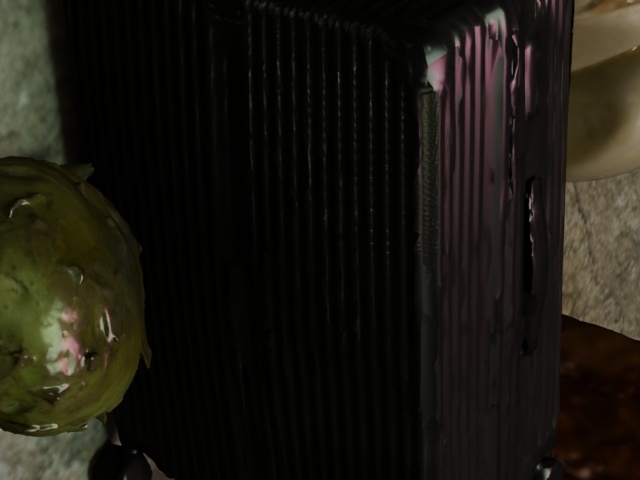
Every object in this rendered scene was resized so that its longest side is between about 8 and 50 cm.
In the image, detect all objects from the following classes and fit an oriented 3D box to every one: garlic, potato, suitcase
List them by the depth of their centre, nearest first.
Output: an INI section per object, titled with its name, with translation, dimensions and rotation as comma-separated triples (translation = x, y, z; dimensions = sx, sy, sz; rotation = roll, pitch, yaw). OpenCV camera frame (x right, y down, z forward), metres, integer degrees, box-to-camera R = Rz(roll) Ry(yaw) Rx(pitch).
[potato]
translation = -0.122, 0.018, 0.765
dimensions = 0.225, 0.090, 0.117
rotation = -108, -177, -79
[suitcase]
translation = 0.000, 0.000, 0.889
dimensions = 0.152, 0.230, 0.335
rotation = -40, 137, -43
[garlic]
translation = 0.168, -0.159, 1.124
dimensions = 0.281, 0.203, 0.184
rotation = 51, 20, -39

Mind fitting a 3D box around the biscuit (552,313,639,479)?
[biscuit]
translation = 0.164, 0.202, 1.104
dimensions = 0.343, 0.395, 0.166
rotation = -38, 138, -45
